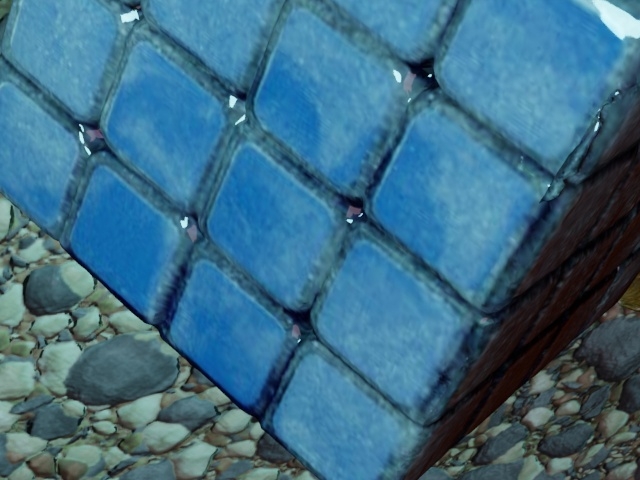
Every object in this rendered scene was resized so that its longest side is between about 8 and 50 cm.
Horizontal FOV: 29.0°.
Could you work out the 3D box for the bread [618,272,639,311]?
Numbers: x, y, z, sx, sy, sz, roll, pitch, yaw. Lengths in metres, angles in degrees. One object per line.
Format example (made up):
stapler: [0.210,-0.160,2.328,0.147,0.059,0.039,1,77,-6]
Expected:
bread: [0.355,0.026,1.290,0.126,0.044,0.129,-32,139,10]

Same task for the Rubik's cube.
Rubik's cube: [0.056,-0.117,0.730,0.343,0.337,0.344,-28,152,-49]
